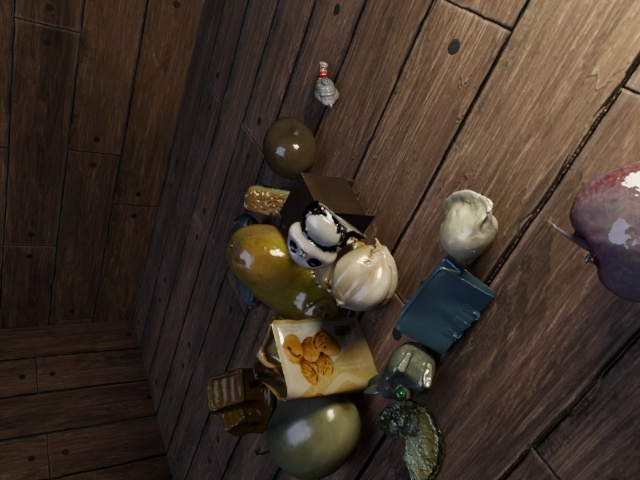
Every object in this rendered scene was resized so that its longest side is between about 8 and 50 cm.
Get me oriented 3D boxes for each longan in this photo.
[{"bbox_3d":[-0.102,-0.306,1.703,0.212,0.197,0.198,56,133,34],"label":"longan"}]

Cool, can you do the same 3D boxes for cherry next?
[{"bbox_3d":[0.500,-0.017,0.773,0.266,0.183,0.214,-31,77,37],"label":"cherry"}]

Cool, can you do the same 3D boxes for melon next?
[{"bbox_3d":[-0.019,0.559,1.478,0.308,0.271,0.272,-37,58,56],"label":"melon"}]

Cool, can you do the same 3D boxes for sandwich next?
[{"bbox_3d":[-0.107,-0.123,1.764,0.254,0.288,0.100,-15,-62,-79],"label":"sandwich"}]

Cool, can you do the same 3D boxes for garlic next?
[{"bbox_3d":[0.113,0.090,1.378,0.203,0.184,0.281,-64,15,1],"label":"garlic"}]

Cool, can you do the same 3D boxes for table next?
[{"bbox_3d":[0.016,-0.075,1.502,0.173,0.193,0.169,-59,44,37],"label":"table"}]

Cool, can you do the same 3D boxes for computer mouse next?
[{"bbox_3d":[-0.258,0.079,1.986,0.203,0.114,0.375,6,102,54],"label":"computer mouse"}]

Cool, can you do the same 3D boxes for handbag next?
[{"bbox_3d":[0.281,0.158,1.163,0.144,0.057,0.221,35,126,6],"label":"handbag"}]

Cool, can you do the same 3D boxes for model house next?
[{"bbox_3d":[-0.308,0.610,1.925,0.173,0.238,0.268,-28,64,52],"label":"model house"}]

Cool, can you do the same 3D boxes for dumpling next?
[{"bbox_3d":[0.316,-0.035,1.117,0.155,0.111,0.181,55,127,38],"label":"dumpling"}]

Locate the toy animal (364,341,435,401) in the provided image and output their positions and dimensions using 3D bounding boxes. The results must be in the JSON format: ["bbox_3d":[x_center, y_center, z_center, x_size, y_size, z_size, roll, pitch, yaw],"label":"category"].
[{"bbox_3d":[0.200,0.355,1.298,0.125,0.127,0.251,56,148,17],"label":"toy animal"}]

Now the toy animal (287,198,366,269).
[{"bbox_3d":[0.000,0.000,1.315,0.166,0.138,0.179,44,110,5],"label":"toy animal"}]

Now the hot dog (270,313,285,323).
[{"bbox_3d":[-0.102,0.303,1.778,0.269,0.072,0.110,-16,77,57],"label":"hot dog"}]

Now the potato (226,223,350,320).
[{"bbox_3d":[-0.131,0.117,1.580,0.290,0.295,0.397,-48,45,23],"label":"potato"}]

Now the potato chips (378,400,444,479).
[{"bbox_3d":[0.231,0.509,1.306,0.219,0.029,0.202,31,114,50],"label":"potato chips"}]

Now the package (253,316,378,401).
[{"bbox_3d":[-0.020,0.349,1.432,0.165,0.310,0.222,-47,53,43],"label":"package"}]

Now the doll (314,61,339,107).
[{"bbox_3d":[0.016,-0.498,1.637,0.094,0.079,0.180,95,168,-64],"label":"doll"}]
